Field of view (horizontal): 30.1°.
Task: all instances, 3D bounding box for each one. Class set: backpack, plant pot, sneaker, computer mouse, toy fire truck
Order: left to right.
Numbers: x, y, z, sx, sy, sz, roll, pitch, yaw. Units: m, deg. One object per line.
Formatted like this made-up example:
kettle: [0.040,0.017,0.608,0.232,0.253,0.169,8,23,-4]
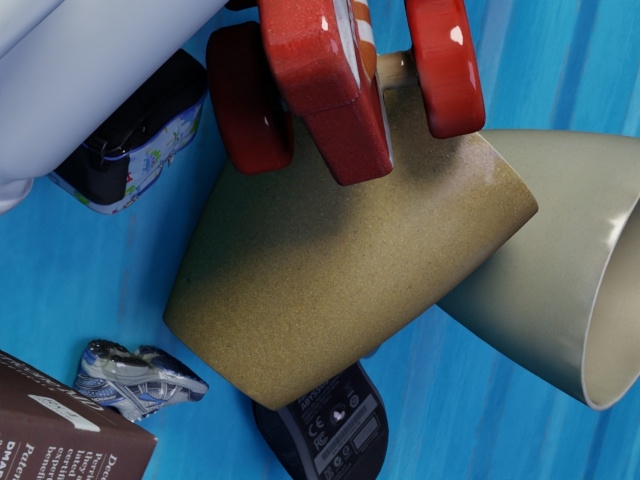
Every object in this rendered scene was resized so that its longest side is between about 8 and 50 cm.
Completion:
backpack: [-0.135,-0.082,0.772,0.114,0.105,0.084,-43,163,-37]
sneaker: [-0.144,0.116,0.934,0.135,0.052,0.058,21,100,-52]
computer mouse: [-0.011,0.133,1.133,0.188,0.072,0.272,-42,128,-34]
toy fire truck: [-0.003,-0.190,0.727,0.254,0.169,0.302,60,22,-70]
plant pot: [0.000,0.000,0.943,0.254,0.237,0.237,-51,148,-1]
plant pot: [0.189,-0.007,1.150,0.256,0.274,0.256,-36,137,-42]

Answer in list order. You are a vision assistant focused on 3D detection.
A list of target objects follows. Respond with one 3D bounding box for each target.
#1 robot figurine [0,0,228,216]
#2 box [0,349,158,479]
robot figurine: [-0.155,-0.139,0.536,0.353,0.300,0.200,-42,115,12]
box: [-0.239,0.147,0.679,0.203,0.169,0.167,26,86,-60]
